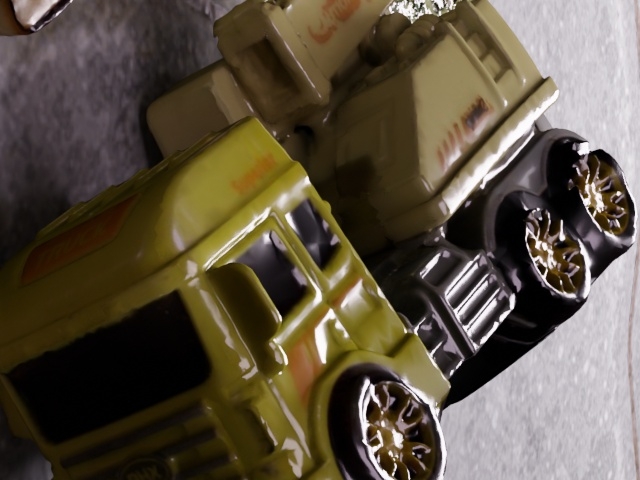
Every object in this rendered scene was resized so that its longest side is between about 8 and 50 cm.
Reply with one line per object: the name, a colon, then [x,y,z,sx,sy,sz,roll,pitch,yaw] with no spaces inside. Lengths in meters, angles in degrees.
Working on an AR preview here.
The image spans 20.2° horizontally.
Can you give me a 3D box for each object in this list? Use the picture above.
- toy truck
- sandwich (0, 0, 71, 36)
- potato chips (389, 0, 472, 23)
toy truck: [0.000,0.000,0.951,0.254,0.180,0.405,56,38,-8]
sandwich: [-0.132,-0.211,0.842,0.193,0.058,0.162,-56,136,-41]
potato chips: [0.065,-0.125,1.236,0.220,0.029,0.202,-23,108,-57]
